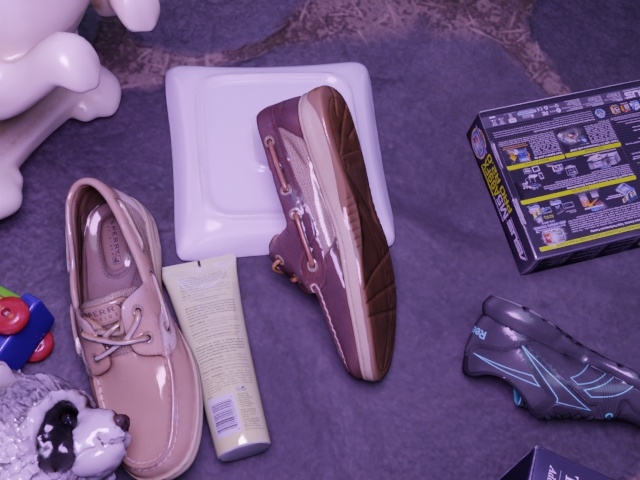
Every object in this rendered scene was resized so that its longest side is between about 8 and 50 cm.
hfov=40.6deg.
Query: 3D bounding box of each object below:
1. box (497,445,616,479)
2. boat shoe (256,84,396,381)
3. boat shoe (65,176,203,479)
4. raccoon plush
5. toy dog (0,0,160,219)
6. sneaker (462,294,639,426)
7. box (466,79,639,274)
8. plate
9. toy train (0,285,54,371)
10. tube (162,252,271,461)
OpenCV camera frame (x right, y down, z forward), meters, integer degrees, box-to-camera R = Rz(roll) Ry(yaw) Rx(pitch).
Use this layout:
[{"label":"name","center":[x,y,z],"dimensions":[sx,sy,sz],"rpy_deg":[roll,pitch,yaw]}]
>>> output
[{"label":"box","center":[0.279,0.428,0.811],"dimensions":[0.312,0.179,0.343],"rpy_deg":[23,54,1]},{"label":"boat shoe","center":[0.000,0.000,1.008],"dimensions":[0.123,0.123,0.342],"rpy_deg":[-12,96,22]},{"label":"boat shoe","center":[-0.220,0.094,0.939],"dimensions":[0.121,0.110,0.341],"rpy_deg":[-22,67,6]},{"label":"raccoon plush","center":[-0.370,0.305,0.805],"dimensions":[0.446,0.216,0.299],"rpy_deg":[-23,65,-16]},{"label":"toy dog","center":[-0.354,-0.290,0.899],"dimensions":[0.395,0.408,0.284],"rpy_deg":[42,53,3]},{"label":"sneaker","center":[0.292,0.167,1.018],"dimensions":[0.267,0.101,0.106],"rpy_deg":[30,89,4]},{"label":"box","center":[0.355,-0.089,1.139],"dimensions":[0.269,0.060,0.216],"rpy_deg":[-13,70,-12]},{"label":"plate","center":[-0.052,-0.117,1.103],"dimensions":[0.277,0.045,0.277],"rpy_deg":[-3,67,-10]},{"label":"toy train","center":[-0.410,0.148,0.917],"dimensions":[0.143,0.105,0.248],"rpy_deg":[25,66,14]},{"label":"tube","center":[-0.114,0.127,0.989],"dimensions":[0.070,0.062,0.240],"rpy_deg":[12,52,-49]}]
